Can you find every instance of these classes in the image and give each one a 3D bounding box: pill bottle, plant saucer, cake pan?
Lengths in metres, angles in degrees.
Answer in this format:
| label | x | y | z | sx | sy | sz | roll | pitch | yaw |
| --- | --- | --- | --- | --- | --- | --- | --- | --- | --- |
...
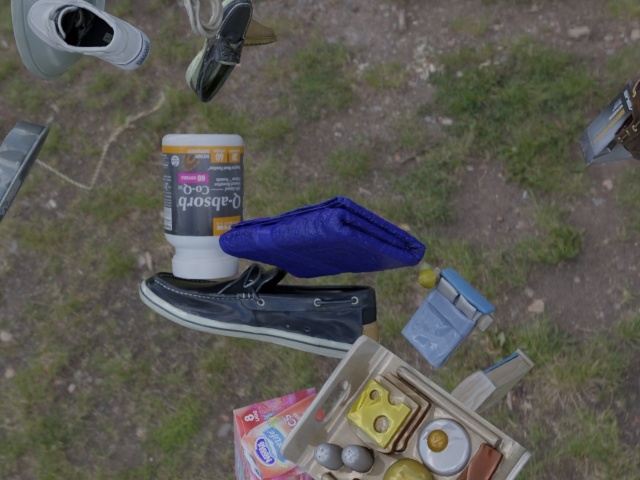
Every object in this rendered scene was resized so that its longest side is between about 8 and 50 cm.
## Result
| label | x | y | z | sx | sy | sz | roll | pitch | yaw |
| --- | --- | --- | --- | --- | --- | --- | --- | --- | --- |
| pill bottle | -0.230 | -0.071 | 1.432 | 0.162 | 0.162 | 0.278 | 2 | 98 | 17 |
| plant saucer | -0.593 | -0.572 | 1.706 | 0.101 | 0.400 | 0.400 | 11 | 61 | 1 |
| cake pan | -0.593 | -0.103 | 1.341 | 0.293 | 0.054 | 0.293 | -49 | 23 | 29 |

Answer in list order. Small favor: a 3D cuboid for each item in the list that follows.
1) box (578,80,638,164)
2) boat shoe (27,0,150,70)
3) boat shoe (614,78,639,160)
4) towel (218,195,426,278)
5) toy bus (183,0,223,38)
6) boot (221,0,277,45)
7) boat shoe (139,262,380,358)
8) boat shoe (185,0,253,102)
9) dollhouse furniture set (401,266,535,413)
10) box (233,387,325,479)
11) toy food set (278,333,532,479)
| label | x | y | z | sx | sy | sz | roll | pitch | yaw |
| --- | --- | --- | --- | --- | --- | --- | --- | --- | --- |
| box | 0.565 | -0.199 | 1.166 | 0.231 | 0.183 | 0.056 | -8 | 70 | -10 |
| boat shoe | -0.403 | -0.350 | 1.186 | 0.267 | 0.088 | 0.096 | 30 | 95 | 26 |
| boat shoe | 0.373 | -0.150 | 0.795 | 0.073 | 0.207 | 0.073 | 40 | 77 | 20 |
| towel | 0.000 | 0.000 | 1.257 | 0.308 | 0.228 | 0.076 | -8 | 69 | 46 |
| toy bus | -0.150 | -0.275 | 0.537 | 0.104 | 0.191 | 0.202 | -2 | 66 | 30 |
| boot | -0.210 | -0.664 | 1.949 | 0.089 | 0.269 | 0.236 | 3 | 16 | 31 |
| boat shoe | -0.119 | 0.117 | 1.466 | 0.500 | 0.187 | 0.156 | 10 | 99 | 8 |
| boat shoe | -0.178 | -0.351 | 1.340 | 0.223 | 0.080 | 0.073 | -50 | 61 | 37 |
| dollhouse furniture set | 0.244 | 0.254 | 1.558 | 0.303 | 0.198 | 0.286 | 48 | 121 | 25 |
| box | -0.070 | 0.404 | 1.297 | 0.154 | 0.300 | 0.142 | -12 | 57 | -14 |
| toy food set | 0.100 | 0.288 | 0.968 | 0.306 | 0.092 | 0.219 | 33 | 86 | 41 |
